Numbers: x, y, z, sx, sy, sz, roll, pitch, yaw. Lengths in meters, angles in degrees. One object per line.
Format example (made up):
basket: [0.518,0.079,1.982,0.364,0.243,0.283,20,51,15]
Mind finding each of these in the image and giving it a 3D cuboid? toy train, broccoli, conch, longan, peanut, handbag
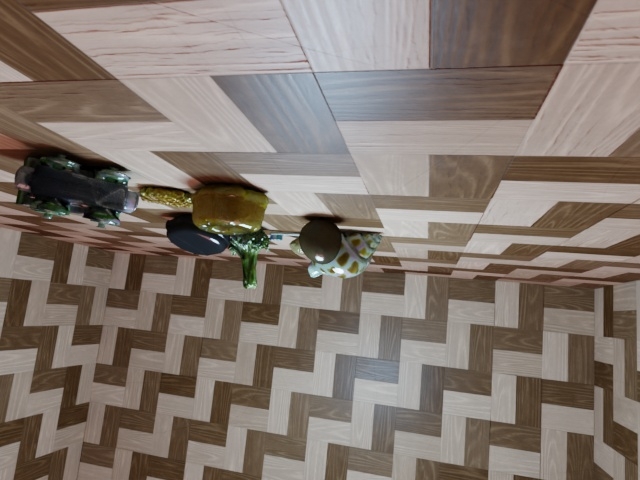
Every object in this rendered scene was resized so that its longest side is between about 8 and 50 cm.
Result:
toy train: [-0.691,-0.135,1.277,0.307,0.174,0.248,12,176,-38]
broccoli: [-0.348,0.068,2.026,0.198,0.275,0.177,14,177,23]
conch: [0.102,0.066,1.957,0.367,0.198,0.249,-1,173,28]
longan: [0.000,0.000,1.699,0.189,0.190,0.189,5,171,1]
peanut: [-0.047,0.034,2.207,0.214,0.090,0.098,11,180,-15]
handbag: [-0.536,-0.021,1.957,0.307,0.093,0.253,-10,147,43]

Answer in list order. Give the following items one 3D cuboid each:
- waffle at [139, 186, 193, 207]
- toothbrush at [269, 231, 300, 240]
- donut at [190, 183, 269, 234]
waffle: [-0.513,-0.143,1.516,0.190,0.038,0.191,6,171,1]
toothbrush: [-0.028,-0.017,2.064,0.417,0.040,0.042,1,164,4]
donut: [-0.294,-0.093,1.410,0.208,0.128,0.261,12,168,-34]
